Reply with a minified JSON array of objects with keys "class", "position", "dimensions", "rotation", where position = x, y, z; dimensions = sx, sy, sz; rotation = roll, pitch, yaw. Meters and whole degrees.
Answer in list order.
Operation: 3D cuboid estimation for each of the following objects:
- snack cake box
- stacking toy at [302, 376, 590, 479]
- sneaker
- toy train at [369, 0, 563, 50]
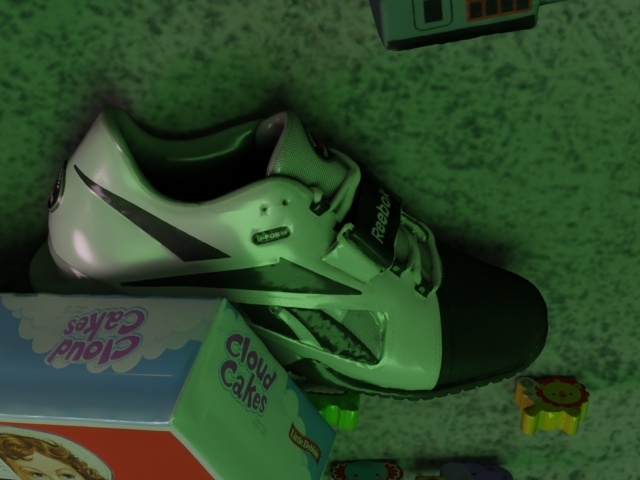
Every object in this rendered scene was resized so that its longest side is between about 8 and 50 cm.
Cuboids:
[{"class":"snack cake box","position":[-0.144,0.107,1.151],"dimensions":[0.264,0.089,0.152],"rotation":[0,142,31]},{"class":"stacking toy","position":[0.070,0.172,1.352],"dimensions":[0.221,0.052,0.167],"rotation":[1,123,-9]},{"class":"sneaker","position":[0.000,0.000,1.169],"dimensions":[0.330,0.122,0.146],"rotation":[10,122,-16]},{"class":"toy train","position":[0.154,-0.216,1.046],"dimensions":[0.334,0.142,0.190],"rotation":[-11,138,-4]}]
